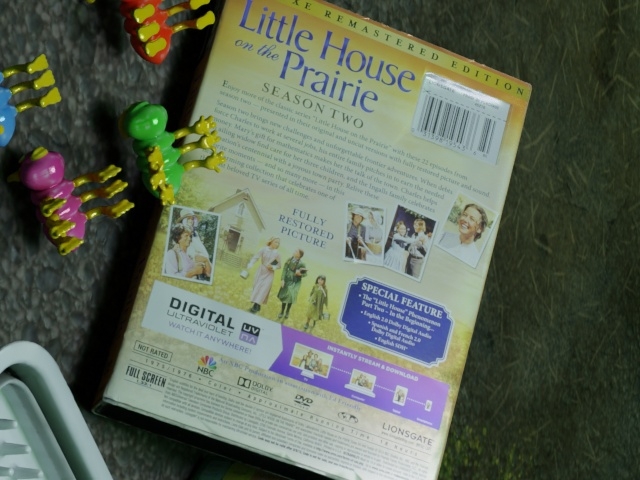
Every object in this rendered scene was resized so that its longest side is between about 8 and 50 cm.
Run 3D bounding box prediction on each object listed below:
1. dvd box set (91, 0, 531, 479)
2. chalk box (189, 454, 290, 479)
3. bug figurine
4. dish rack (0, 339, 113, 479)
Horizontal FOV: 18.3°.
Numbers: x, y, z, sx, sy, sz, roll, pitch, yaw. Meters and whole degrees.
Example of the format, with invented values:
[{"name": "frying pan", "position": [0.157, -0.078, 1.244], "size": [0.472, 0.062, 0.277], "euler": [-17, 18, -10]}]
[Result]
[{"name": "dvd box set", "position": [0.000, 0.000, 1.759], "size": [0.308, 0.062, 0.420], "euler": [20, 70, -15]}, {"name": "chalk box", "position": [-0.060, 0.281, 1.782], "size": [0.132, 0.132, 0.213], "euler": [-58, 138, -36]}, {"name": "bug figurine", "position": [-0.190, -0.109, 1.608], "size": [0.279, 0.072, 0.216], "euler": [-33, 113, -45]}, {"name": "dish rack", "position": [-0.263, 0.263, 1.415], "size": [0.333, 0.072, 0.285], "euler": [-53, 132, -43]}]
